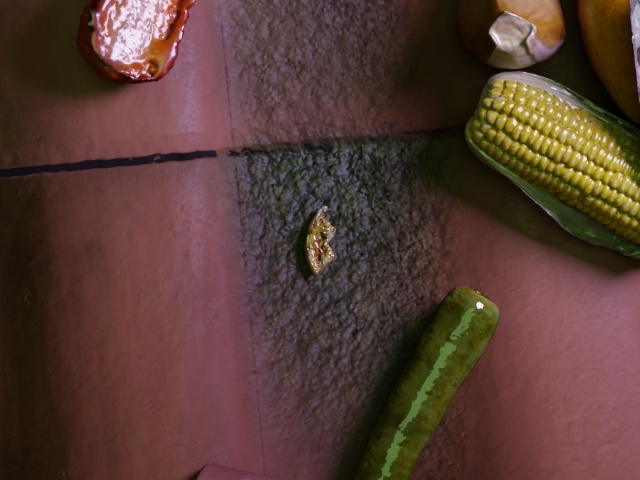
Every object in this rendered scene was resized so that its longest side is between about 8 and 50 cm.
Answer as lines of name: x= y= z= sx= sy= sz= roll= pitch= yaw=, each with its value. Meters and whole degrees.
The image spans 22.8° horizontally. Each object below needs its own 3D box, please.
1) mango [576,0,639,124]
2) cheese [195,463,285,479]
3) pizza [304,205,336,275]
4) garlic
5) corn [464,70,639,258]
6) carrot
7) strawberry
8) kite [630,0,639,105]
mango: x=0.399 y=-0.304 z=1.810 sx=0.199 sy=0.201 sz=0.350 roll=18 pitch=96 yaw=40
cheese: x=-0.089 y=0.337 z=1.769 sx=0.128 sy=0.203 sz=0.177 roll=11 pitch=53 yaw=5
pizza: x=0.000 y=0.000 z=1.847 sx=0.037 sy=0.016 sz=0.083 roll=8 pitch=82 yaw=-6
garlic: x=0.212 y=-0.275 z=1.834 sx=0.115 sy=0.128 sz=0.207 roll=-32 pitch=50 yaw=36
corn: x=0.310 y=-0.085 z=1.815 sx=0.305 sy=0.122 sz=0.123 roll=32 pitch=50 yaw=1
carrot: x=0.097 y=0.215 z=1.801 sx=0.074 sy=0.074 sz=0.359 roll=28 pitch=87 yaw=3
strawberry: x=-0.207 y=-0.265 z=1.852 sx=0.121 sy=0.082 sz=0.188 roll=35 pitch=75 yaw=-16
kite: x=0.430 y=-0.192 z=1.739 sx=0.267 sy=0.013 sz=0.323 roll=35 pitch=91 yaw=-18
